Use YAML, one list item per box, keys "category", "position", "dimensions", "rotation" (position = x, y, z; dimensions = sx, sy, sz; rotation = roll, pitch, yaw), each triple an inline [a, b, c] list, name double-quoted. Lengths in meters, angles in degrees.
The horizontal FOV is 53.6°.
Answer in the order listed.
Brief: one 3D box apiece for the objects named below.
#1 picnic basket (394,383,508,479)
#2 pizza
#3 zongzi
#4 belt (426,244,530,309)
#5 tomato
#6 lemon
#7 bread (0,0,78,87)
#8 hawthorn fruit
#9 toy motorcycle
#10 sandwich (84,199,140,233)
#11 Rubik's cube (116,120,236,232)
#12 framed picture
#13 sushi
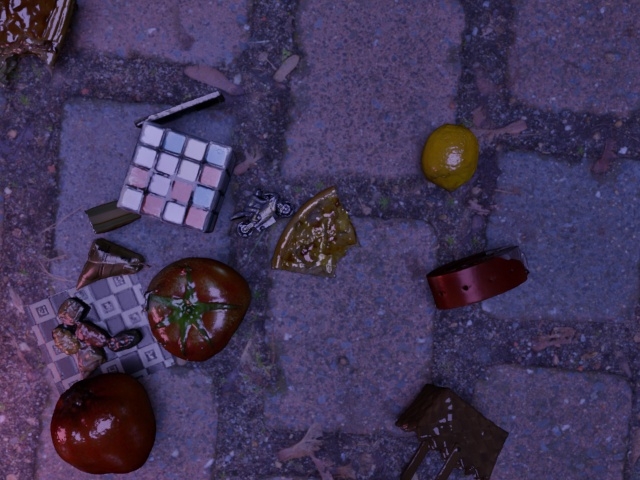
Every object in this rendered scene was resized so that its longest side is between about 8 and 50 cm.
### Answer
- category: "picnic basket"
  position: [0.365, 0.624, 1.898]
  dimensions: [0.291, 0.254, 0.321]
  rotation: [37, 76, -3]
- category: "pizza"
  position: [0.000, 0.000, 1.934]
  dimensions: [0.223, 0.089, 0.323]
  rotation: [38, 90, -2]
- category: "zongzi"
  position: [-0.617, 0.104, 1.895]
  dimensions: [0.189, 0.081, 0.178]
  rotation: [24, 95, -5]
- category: "belt"
  position: [0.475, 0.104, 1.902]
  dimensions: [0.324, 0.227, 0.115]
  rotation: [-19, 94, -22]
- category: "tomato"
  position: [-0.351, 0.197, 1.840]
  dimensions: [0.304, 0.239, 0.303]
  rotation: [0, 87, 7]
- category: "lemon"
  position: [0.389, -0.253, 1.903]
  dimensions: [0.181, 0.180, 0.193]
  rotation: [18, 113, -5]
- category: "bread"
  position: [-0.867, -0.616, 1.797]
  dimensions: [0.314, 0.191, 0.369]
  rotation: [24, 103, -10]
- category: "hawthorn fruit"
  position: [-0.612, 0.531, 1.819]
  dimensions: [0.311, 0.295, 0.295]
  rotation: [41, 89, -9]
- category: "toy motorcycle"
  position: [-0.184, -0.094, 1.927]
  dimensions: [0.193, 0.061, 0.124]
  rotation: [-26, 91, -2]
- category: "sandwich"
  position: [-0.603, -0.077, 1.845]
  dimensions: [0.114, 0.163, 0.079]
  rotation: [-24, 94, -4]
- category: "Rubik's cube"
  position: [-0.398, -0.175, 1.809]
  dimensions: [0.254, 0.259, 0.256]
  rotation: [19, 91, -6]
- category: "framed picture"
  position: [-0.403, -0.377, 1.836]
  dimensions: [0.260, 0.189, 0.023]
  rotation: [-22, 98, -4]
- category: "sushi"
  position: [-0.674, 0.292, 1.906]
  dimensions: [0.359, 0.064, 0.343]
  rotation: [-22, 94, -4]
